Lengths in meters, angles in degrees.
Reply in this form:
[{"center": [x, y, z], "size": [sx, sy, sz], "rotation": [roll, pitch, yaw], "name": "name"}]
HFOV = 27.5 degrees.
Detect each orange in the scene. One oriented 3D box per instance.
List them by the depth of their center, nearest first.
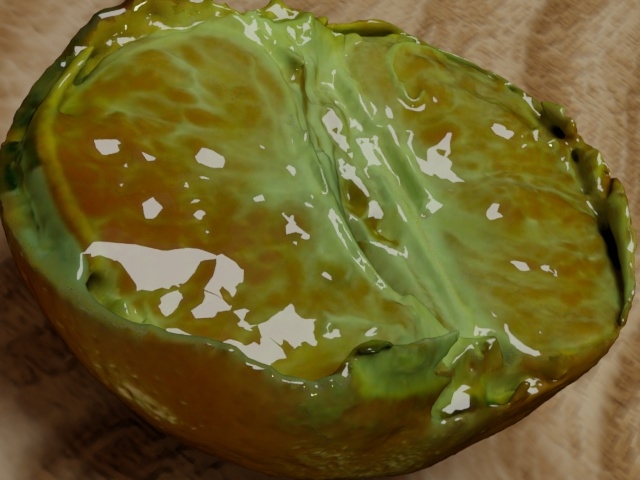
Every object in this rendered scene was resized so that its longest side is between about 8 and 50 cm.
[{"center": [-0.002, 0.008, 0.685], "size": [0.334, 0.196, 0.262], "rotation": [-4, 38, -43], "name": "orange"}]
